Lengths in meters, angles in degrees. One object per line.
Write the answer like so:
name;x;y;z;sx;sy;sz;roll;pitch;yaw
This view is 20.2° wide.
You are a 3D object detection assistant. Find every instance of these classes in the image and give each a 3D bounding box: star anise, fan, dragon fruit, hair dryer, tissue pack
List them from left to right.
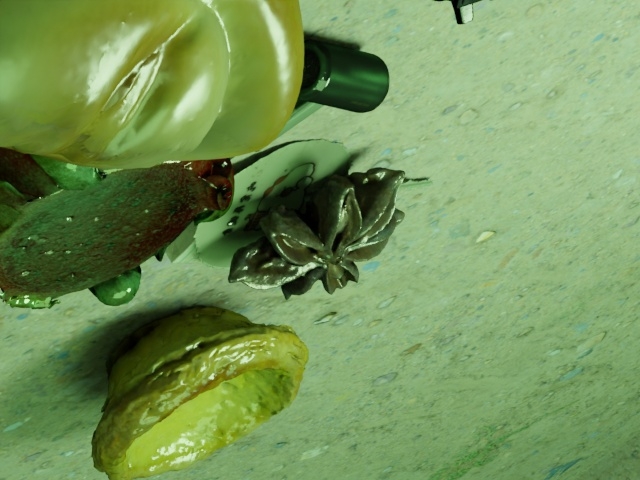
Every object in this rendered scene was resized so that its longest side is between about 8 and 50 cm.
dragon fruit;-0.198;-0.047;1.528;0.268;0.130;0.295;-19;156;-17
tissue pack;-0.107;0.003;1.870;0.056;0.023;0.108;-42;153;26
hair dryer;-0.036;-0.116;1.666;0.198;0.057;0.100;-35;155;33
fan;0.001;-0.046;1.884;0.329;0.009;0.190;-11;143;-40
star anise;0.010;-0.011;1.858;0.197;0.073;0.212;-40;155;13

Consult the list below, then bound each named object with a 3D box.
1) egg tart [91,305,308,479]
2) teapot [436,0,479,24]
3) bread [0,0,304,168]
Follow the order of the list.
egg tart;-0.151;0.162;2.048;0.294;0.123;0.294;-26;159;-11
teapot;0.124;-0.243;1.492;0.087;0.096;0.177;-20;156;-14
bread;-0.205;-0.151;1.149;0.329;0.245;0.424;-36;159;23
